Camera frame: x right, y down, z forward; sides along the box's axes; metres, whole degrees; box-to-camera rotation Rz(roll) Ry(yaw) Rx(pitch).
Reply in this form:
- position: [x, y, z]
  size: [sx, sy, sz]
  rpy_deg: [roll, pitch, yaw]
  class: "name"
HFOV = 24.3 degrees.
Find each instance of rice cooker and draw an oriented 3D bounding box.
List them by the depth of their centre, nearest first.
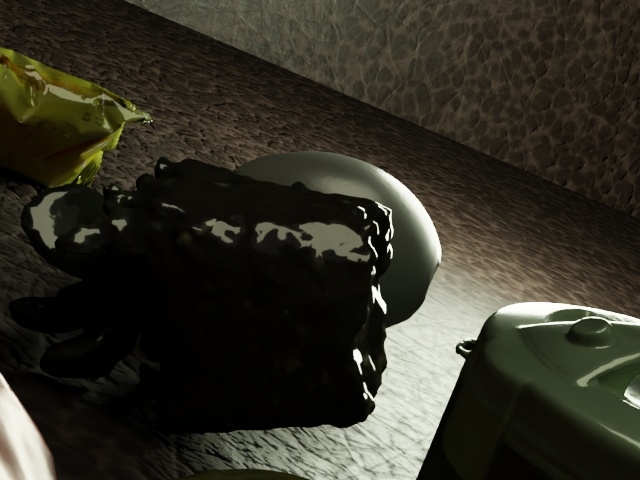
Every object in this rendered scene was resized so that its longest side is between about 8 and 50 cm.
- position: [0.190, 0.186, 0.894]
  size: [0.288, 0.277, 0.288]
  rpy_deg: [21, 15, -6]
  class: "rice cooker"

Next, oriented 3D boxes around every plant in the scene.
- position: [-0.085, 0.045, 1.124]
  size: [0.276, 0.189, 0.199]
  rpy_deg: [9, 18, 7]
  class: "plant"

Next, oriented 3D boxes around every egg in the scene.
- position: [0.000, 0.000, 1.472]
  size: [0.231, 0.176, 0.176]
  rpy_deg: [16, 15, -8]
  class: "egg"

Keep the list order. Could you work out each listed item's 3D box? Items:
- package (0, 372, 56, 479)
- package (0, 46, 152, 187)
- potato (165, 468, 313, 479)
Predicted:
- position: [-0.198, 0.136, 0.550]
  size: [0.196, 0.123, 0.423]
  rpy_deg: [46, 12, -23]
  class: "package"
- position: [-0.295, -0.124, 1.475]
  size: [0.226, 0.168, 0.090]
  rpy_deg: [18, 56, -23]
  class: "package"
- position: [-0.043, 0.192, 0.745]
  size: [0.228, 0.149, 0.197]
  rpy_deg: [15, 3, -30]
  class: "potato"
